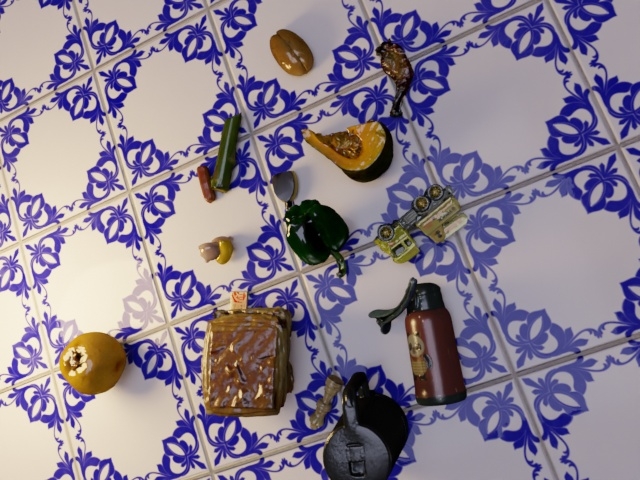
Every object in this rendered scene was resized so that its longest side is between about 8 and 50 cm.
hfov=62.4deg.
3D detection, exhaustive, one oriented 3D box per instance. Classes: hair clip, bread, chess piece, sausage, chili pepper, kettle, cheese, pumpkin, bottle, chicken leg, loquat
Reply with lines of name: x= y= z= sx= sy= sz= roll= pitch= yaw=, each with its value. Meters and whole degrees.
hair clip: x=0.220 y=0.183 z=1.500 sx=0.048 sy=0.275 sz=0.083 roll=-25 pitch=71 yaw=-32
bread: x=-0.101 y=-0.624 z=1.742 sx=0.114 sy=0.077 sz=0.189 roll=-42 pitch=78 yaw=12
chess piece: x=0.012 y=0.497 z=1.611 sx=0.060 sy=0.060 sz=0.172 roll=27 pitch=95 yaw=16
sausage: x=-0.387 y=-0.190 z=1.796 sx=0.041 sy=0.039 sz=0.131 roll=-17 pitch=81 yaw=6
chili pepper: x=0.000 y=0.000 z=1.613 sx=0.174 sy=0.261 sz=0.165 roll=-42 pitch=34 yaw=-7
bread: x=-0.214 y=0.371 z=1.628 sx=0.277 sy=0.167 sz=0.325 roll=-4 pitch=75 yaw=16
kettle: x=0.135 y=0.520 z=1.444 sx=0.203 sy=0.308 sz=0.262 roll=20 pitch=91 yaw=15
cheese: x=-0.107 y=-0.142 z=1.715 sx=0.086 sy=0.036 sz=0.163 roll=-13 pitch=82 yaw=11
pumpkin: x=0.095 y=-0.310 z=1.623 sx=0.280 sy=0.139 sz=0.190 roll=41 pitch=100 yaw=12
bottle: x=0.316 y=0.289 z=1.508 sx=0.143 sy=0.144 sz=0.337 roll=-11 pitch=79 yaw=14
chicken leg: x=0.238 y=-0.510 z=1.650 sx=0.105 sy=0.051 sz=0.254 roll=-11 pitch=83 yaw=20
loquat: x=-0.753 y=0.407 z=1.756 sx=0.207 sy=0.208 sz=0.208 roll=-2 pitch=84 yaw=15

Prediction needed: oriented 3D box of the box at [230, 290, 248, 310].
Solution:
box: x=-0.267 y=0.214 z=1.736 sx=0.058 sy=0.015 sz=0.093 roll=1 pitch=86 yaw=17

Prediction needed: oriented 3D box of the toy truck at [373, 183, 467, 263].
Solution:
toy truck: x=0.296 y=-0.040 z=1.553 sx=0.272 sy=0.124 sz=0.157 roll=-39 pitch=86 yaw=5

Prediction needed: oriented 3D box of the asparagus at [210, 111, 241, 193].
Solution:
asparagus: x=-0.315 y=-0.299 z=1.776 sx=0.067 sy=0.060 sz=0.278 roll=6 pitch=86 yaw=26

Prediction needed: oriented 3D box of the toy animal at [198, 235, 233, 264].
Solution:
toy animal: x=-0.339 y=0.029 z=1.748 sx=0.114 sy=0.082 sz=0.091 roll=-16 pitch=124 yaw=-2
